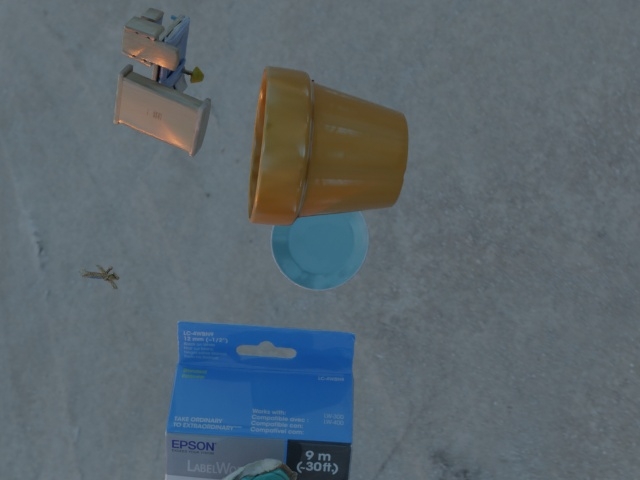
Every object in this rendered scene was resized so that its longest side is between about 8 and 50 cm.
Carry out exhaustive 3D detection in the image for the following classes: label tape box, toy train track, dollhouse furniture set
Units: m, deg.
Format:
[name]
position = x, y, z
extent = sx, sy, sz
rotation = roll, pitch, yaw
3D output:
[label tape box]
position = -0.084, 0.292, 1.123
extent = 0.115, 0.249, 0.347
rotation = -87, 1, -66
[toy train track]
position = -0.304, 0.045, 1.130
extent = 0.014, 0.083, 0.048
rotation = -47, 71, 11
[dollhouse furniture set]
position = -0.297, -0.393, 1.838
extent = 0.303, 0.198, 0.286
rotation = -65, -3, -47

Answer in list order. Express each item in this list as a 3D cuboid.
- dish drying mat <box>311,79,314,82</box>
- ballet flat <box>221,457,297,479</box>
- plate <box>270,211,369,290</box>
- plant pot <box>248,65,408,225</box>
[dish drying mat]
position = -0.021, -0.255, 1.500
extent = 0.008, 0.083, 0.032
rotation = 9, 52, -2
[ballet flat]
position = -0.127, 0.458, 1.034
extent = 0.147, 0.147, 0.408
rotation = 14, 96, 39
[plate]
position = 0.000, 0.000, 1.514
extent = 0.188, 0.024, 0.188
rotation = -1, 87, 15
[plant pot]
position = 0.009, -0.115, 1.072
extent = 0.205, 0.188, 0.205
rotation = -174, 90, -81
